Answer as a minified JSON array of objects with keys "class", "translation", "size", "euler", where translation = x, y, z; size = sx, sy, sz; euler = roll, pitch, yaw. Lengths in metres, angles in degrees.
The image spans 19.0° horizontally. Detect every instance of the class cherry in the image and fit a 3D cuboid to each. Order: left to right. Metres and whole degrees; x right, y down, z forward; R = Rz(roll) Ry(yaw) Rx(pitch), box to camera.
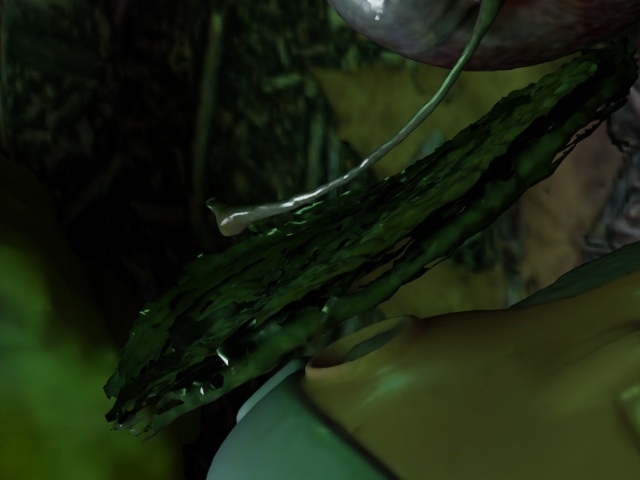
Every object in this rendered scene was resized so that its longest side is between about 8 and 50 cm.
[{"class":"cherry","translation":[0.031,-0.107,0.562],"size":[0.188,0.115,0.148],"euler":[-24,90,47]}]

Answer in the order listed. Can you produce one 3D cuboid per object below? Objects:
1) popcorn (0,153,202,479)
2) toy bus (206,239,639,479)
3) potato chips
[{"class":"popcorn","translation":[-0.184,0.118,0.744],"size":[0.292,0.293,0.334],"euler":[-9,80,46]},{"class":"toy bus","translation":[0.117,0.117,0.478],"size":[0.232,0.194,0.288],"euler":[-37,75,10]},{"class":"potato chips","translation":[0.003,0.004,0.575],"size":[0.029,0.202,0.220],"euler":[55,158,-7]}]
